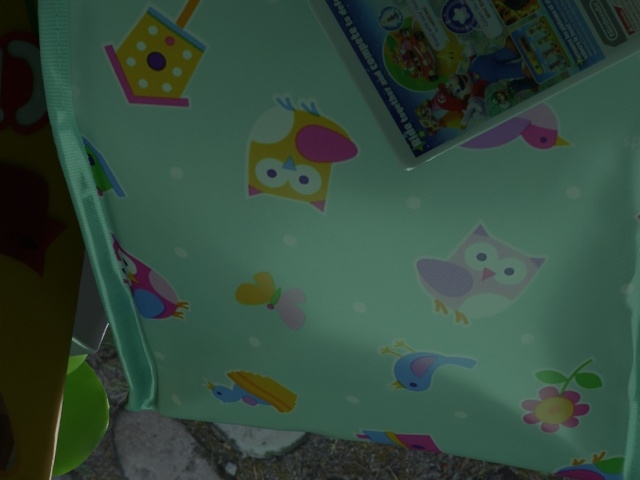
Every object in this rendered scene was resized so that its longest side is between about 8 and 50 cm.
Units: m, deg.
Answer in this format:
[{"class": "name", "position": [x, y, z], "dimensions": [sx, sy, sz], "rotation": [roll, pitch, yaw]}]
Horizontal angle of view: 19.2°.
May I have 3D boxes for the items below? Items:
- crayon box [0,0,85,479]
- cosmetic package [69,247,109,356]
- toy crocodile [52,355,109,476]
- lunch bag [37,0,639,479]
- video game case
[{"class": "crayon box", "position": [-0.185, -0.002, 0.667], "dimensions": [0.202, 0.319, 0.081], "rotation": [14, 169, -41]}, {"class": "cosmetic package", "position": [-0.198, -0.043, 0.846], "dimensions": [0.127, 0.107, 0.238], "rotation": [-8, 143, 40]}, {"class": "toy crocodile", "position": [-0.246, 0.018, 1.196], "dimensions": [0.115, 0.105, 0.340], "rotation": [21, 155, 49]}, {"class": "lunch bag", "position": [0.027, -0.054, 0.673], "dimensions": [0.223, 0.160, 0.262], "rotation": [6, 135, 13]}, {"class": "video game case", "position": [0.057, -0.085, 0.563], "dimensions": [0.122, 0.087, 0.011], "rotation": [-27, -169, 17]}]
